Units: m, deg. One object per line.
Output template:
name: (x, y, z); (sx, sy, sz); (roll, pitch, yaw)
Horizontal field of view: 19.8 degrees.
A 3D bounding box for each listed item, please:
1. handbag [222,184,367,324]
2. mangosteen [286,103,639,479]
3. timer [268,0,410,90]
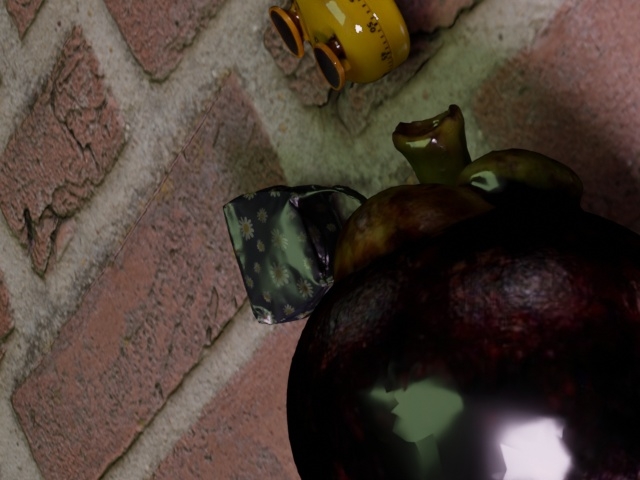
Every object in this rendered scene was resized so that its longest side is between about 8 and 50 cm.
handbag: (0.000, 0.000, 1.520); (0.139, 0.072, 0.115); (-20, 83, 42)
mangosteen: (0.126, 0.095, 1.206); (0.313, 0.297, 0.297); (-76, 0, -56)
timer: (0.031, -0.178, 1.403); (0.107, 0.109, 0.107); (50, 166, 17)
